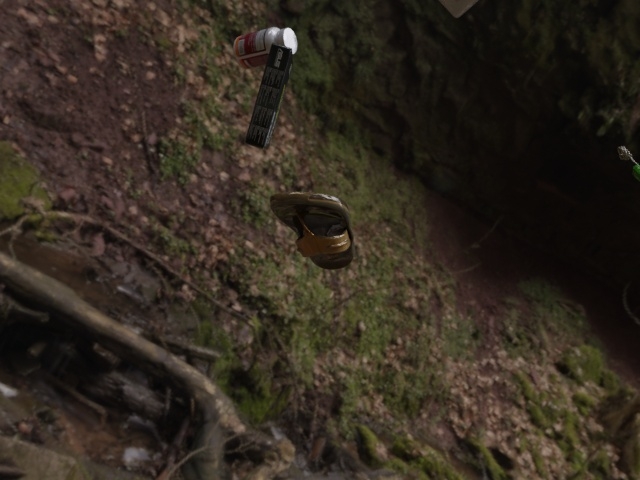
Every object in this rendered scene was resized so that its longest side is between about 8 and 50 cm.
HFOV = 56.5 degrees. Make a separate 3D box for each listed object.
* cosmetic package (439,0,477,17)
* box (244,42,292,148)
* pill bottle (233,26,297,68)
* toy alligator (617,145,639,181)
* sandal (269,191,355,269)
[{"bbox_3d":[0.140,-0.349,0.551,0.183,0.151,0.151,43,-35,-9],"label":"cosmetic package"},{"bbox_3d":[-0.098,-0.274,1.166,0.045,0.191,0.184,16,7,-7],"label":"box"},{"bbox_3d":[-0.139,-0.491,1.514,0.152,0.086,0.086,-2,-12,30],"label":"pill bottle"},{"bbox_3d":[0.529,-0.093,0.927,0.056,0.051,0.190,66,12,-45],"label":"toy alligator"},{"bbox_3d":[0.000,0.000,0.625,0.072,0.049,0.180,-6,-27,12],"label":"sandal"}]
